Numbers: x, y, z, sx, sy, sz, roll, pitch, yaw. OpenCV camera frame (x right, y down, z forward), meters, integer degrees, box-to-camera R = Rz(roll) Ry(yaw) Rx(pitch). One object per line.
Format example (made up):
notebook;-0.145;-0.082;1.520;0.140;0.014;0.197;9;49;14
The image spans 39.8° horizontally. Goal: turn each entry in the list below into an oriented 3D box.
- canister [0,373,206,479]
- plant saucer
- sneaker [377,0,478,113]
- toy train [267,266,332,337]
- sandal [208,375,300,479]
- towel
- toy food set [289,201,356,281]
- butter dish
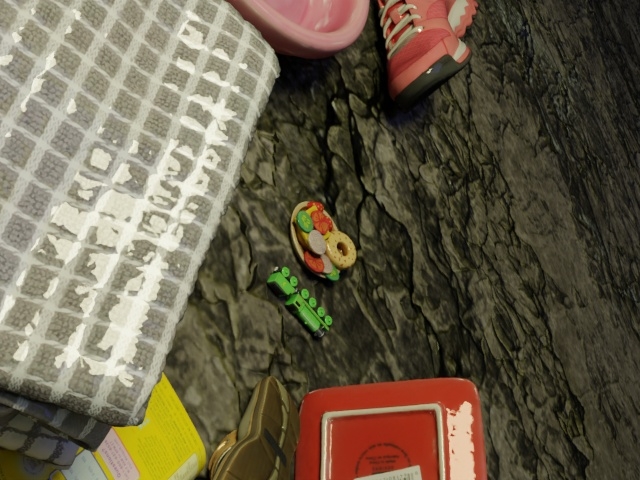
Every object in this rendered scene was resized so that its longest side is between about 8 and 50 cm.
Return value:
canister;-0.154;0.140;0.525;0.126;0.073;0.170;62;32;-7
plant saucer;-0.078;-0.331;0.902;0.332;0.084;0.332;32;47;-42
sneaker;0.113;-0.274;1.137;0.136;0.116;0.314;43;32;-16
toy train;-0.019;0.058;0.813;0.083;0.017;0.024;50;47;-24
sandal;-0.057;0.170;0.672;0.072;0.049;0.180;61;19;-19
towel;-0.157;-0.055;0.445;0.235;0.121;0.284;35;55;-29
toy food set;0.000;0.000;0.870;0.083;0.020;0.082;63;34;-7
butter dish;0.066;0.211;0.750;0.118;0.160;0.160;62;25;-53
